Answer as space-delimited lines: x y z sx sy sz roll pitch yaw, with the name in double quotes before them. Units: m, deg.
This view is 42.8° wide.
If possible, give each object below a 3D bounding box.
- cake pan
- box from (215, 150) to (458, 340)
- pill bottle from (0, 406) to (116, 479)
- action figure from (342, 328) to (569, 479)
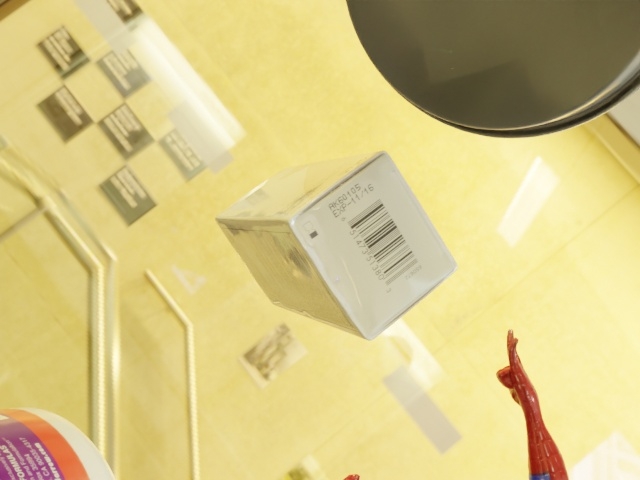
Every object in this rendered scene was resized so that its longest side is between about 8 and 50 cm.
"cake pan" 0.141 -0.217 0.637 0.293 0.293 0.054 52 33 -1
"box" 0.000 0.000 0.895 0.148 0.121 0.311 56 -15 -14
"pill bottle" -0.268 0.193 0.417 0.181 0.181 0.323 49 24 26
"action figure" 0.056 0.121 0.290 0.280 0.091 0.139 2 68 -81
